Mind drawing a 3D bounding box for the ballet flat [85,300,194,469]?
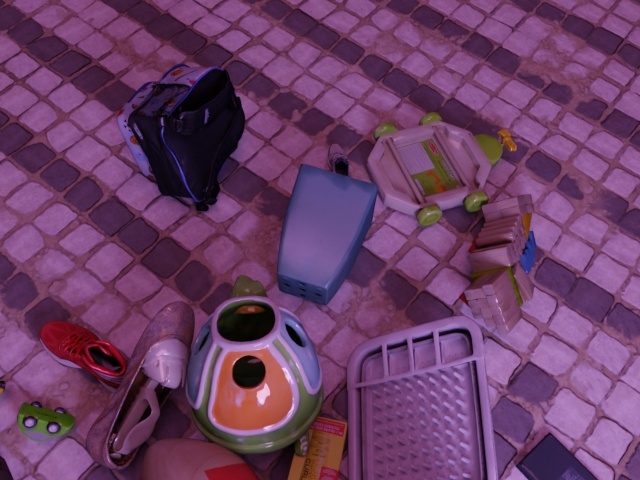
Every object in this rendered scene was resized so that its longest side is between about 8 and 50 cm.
[{"bbox_3d":[-0.296,0.261,1.212,0.106,0.108,0.315,22,84,51],"label":"ballet flat"}]

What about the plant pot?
[{"bbox_3d":[0.000,0.000,1.413,0.166,0.165,0.234,18,67,7],"label":"plant pot"}]

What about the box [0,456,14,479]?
[{"bbox_3d":[-0.570,0.453,1.088,0.169,0.167,0.203,-29,65,-19],"label":"box"}]

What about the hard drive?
[{"bbox_3d":[0.437,0.430,1.251,0.094,0.022,0.135,-35,67,-22],"label":"hard drive"}]

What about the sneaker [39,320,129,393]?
[{"bbox_3d":[-0.436,0.193,1.278,0.221,0.128,0.087,25,59,10],"label":"sneaker"}]

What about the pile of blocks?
[{"bbox_3d":[0.371,0.048,1.450,0.113,0.149,0.362,-13,36,39],"label":"pile of blocks"}]

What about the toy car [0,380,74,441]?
[{"bbox_3d":[-0.552,0.310,1.211,0.225,0.239,0.053,21,101,-16],"label":"toy car"}]

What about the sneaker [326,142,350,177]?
[{"bbox_3d":[0.047,-0.175,1.576,0.052,0.058,0.135,-7,59,-8],"label":"sneaker"}]

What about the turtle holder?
[{"bbox_3d":[-0.105,0.206,1.214,0.244,0.227,0.320,8,34,20],"label":"turtle holder"}]

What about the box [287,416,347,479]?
[{"bbox_3d":[-0.012,0.405,1.167,0.088,0.058,0.232,12,33,5],"label":"box"}]

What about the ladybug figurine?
[{"bbox_3d":[-0.131,0.495,1.025,0.162,0.305,0.449,-15,63,-28],"label":"ladybug figurine"}]

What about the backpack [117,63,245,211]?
[{"bbox_3d":[-0.289,-0.249,1.502,0.213,0.276,0.263,19,55,23],"label":"backpack"}]

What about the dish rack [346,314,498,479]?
[{"bbox_3d":[0.179,0.317,1.211,0.286,0.072,0.332,-21,52,32],"label":"dish rack"}]

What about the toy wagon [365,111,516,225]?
[{"bbox_3d":[0.286,-0.176,1.588,0.345,0.068,0.267,-16,61,-14],"label":"toy wagon"}]
